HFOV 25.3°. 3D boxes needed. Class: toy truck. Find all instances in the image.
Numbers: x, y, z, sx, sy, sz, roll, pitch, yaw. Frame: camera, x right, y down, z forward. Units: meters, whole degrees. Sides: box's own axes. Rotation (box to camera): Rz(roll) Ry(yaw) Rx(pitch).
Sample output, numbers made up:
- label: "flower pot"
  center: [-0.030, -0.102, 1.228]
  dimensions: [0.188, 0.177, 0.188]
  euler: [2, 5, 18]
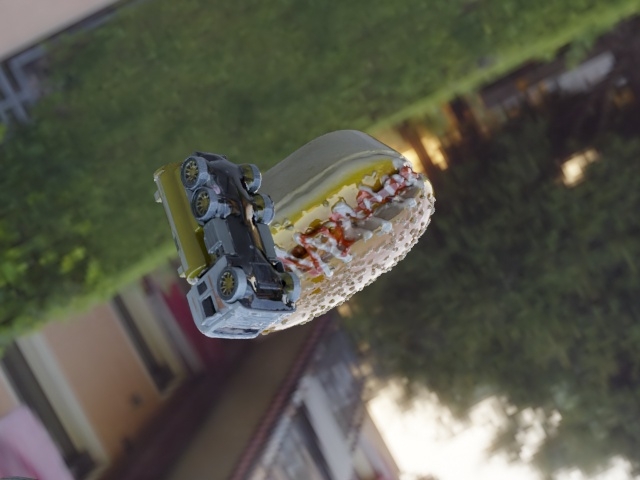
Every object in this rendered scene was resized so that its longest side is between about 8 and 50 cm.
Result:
- label: "toy truck"
  center: [-0.061, 0.001, 0.865]
  dimensions: [0.052, 0.123, 0.063]
  euler: [6, 145, -42]

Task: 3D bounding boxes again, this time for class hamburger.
- label: "hamburger"
  center: [0.000, 0.000, 1.726]
  dimensions: [0.295, 0.151, 0.227]
  euler: [-38, 150, -6]

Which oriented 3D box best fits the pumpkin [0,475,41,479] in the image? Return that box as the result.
- label: "pumpkin"
  center: [-0.384, 0.376, 1.564]
  dimensions: [0.296, 0.295, 0.296]
  euler: [-28, -176, 2]
